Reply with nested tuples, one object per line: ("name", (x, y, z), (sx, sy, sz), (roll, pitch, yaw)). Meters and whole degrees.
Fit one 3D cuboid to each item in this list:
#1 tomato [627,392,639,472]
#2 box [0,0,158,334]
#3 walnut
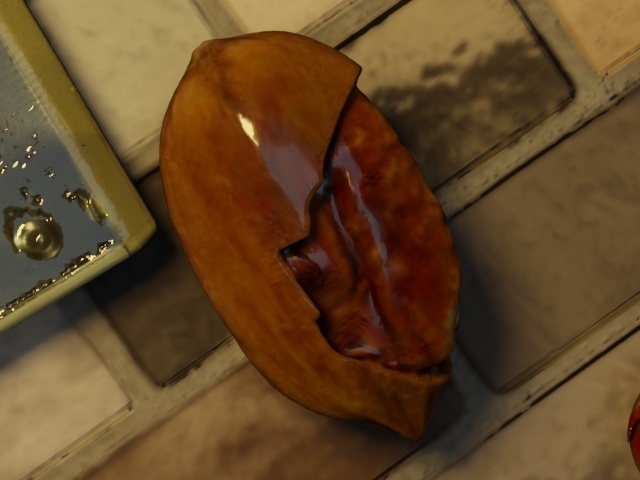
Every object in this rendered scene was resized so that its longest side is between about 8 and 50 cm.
("tomato", (0.185, 0.088, 0.892), (0.075, 0.087, 0.087), (42, 85, -6))
("box", (-0.226, -0.064, 0.840), (0.211, 0.045, 0.270), (-30, 96, -8))
("walnut", (0.000, 0.000, 0.847), (0.116, 0.116, 0.207), (-26, 96, -7))
